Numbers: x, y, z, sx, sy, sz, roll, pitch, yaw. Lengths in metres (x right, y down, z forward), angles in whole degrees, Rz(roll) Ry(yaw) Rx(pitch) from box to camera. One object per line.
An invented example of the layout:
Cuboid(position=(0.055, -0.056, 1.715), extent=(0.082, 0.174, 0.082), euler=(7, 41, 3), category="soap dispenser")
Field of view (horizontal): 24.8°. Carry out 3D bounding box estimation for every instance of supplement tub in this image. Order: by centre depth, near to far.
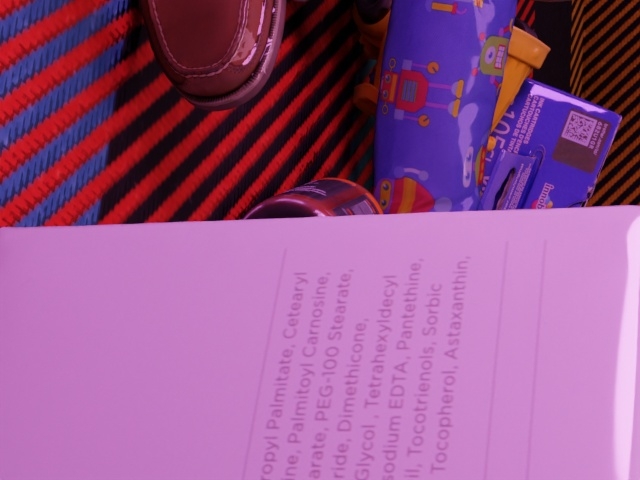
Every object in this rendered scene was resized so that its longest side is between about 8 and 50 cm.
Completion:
Cuboid(position=(0.000, 0.000, 1.299), extent=(0.198, 0.106, 0.106), euler=(-27, 114, -71), category="supplement tub")

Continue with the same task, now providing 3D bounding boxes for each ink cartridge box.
Cuboid(position=(0.235, -0.046, 1.726), extent=(0.395, 0.151, 0.270), euler=(-26, 137, -84), category="ink cartridge box")

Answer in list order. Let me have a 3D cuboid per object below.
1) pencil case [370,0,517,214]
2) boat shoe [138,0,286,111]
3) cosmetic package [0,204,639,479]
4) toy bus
Cuboid(position=(0.121, -0.147, 1.404), extent=(0.133, 0.119, 0.306), euler=(-6, 108, -47), category="pencil case")
Cuboid(position=(-0.096, -0.244, 1.044), extent=(0.104, 0.110, 0.307), euler=(49, 31, -63), category="boat shoe")
Cuboid(position=(0.011, 0.202, 0.839), extent=(0.329, 0.393, 0.327), euler=(62, 31, -54), category="cosmetic package")
Cuboid(position=(0.108, -0.172, 1.576), extent=(0.149, 0.220, 0.211), euler=(16, 101, -38), category="toy bus")
